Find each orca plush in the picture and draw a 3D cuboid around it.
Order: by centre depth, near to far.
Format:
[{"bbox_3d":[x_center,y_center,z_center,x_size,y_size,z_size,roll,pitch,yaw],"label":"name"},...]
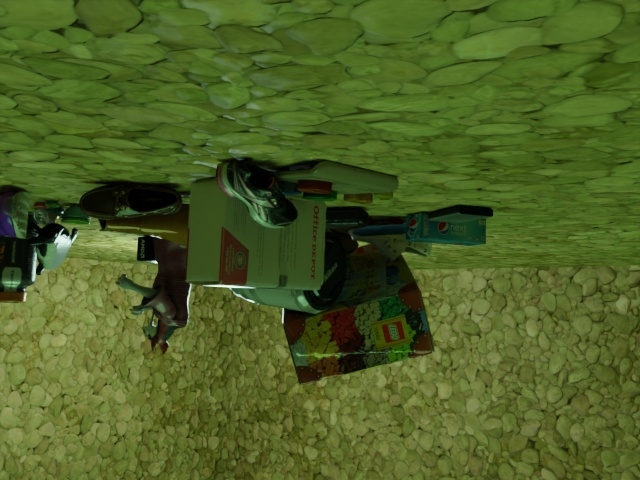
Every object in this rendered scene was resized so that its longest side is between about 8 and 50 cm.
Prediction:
[{"bbox_3d":[-0.706,0.002,1.756,0.102,0.151,0.287,36,173,-6],"label":"orca plush"}]

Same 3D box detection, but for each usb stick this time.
[{"bbox_3d":[-0.021,-0.053,1.713,0.278,0.045,0.077,-1,175,20],"label":"usb stick"}]

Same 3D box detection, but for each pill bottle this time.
[{"bbox_3d":[-0.842,0.047,1.896,0.130,0.246,0.130,1,174,0],"label":"pill bottle"}]

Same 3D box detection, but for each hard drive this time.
[{"bbox_3d":[0.332,-0.062,1.656,0.094,0.022,0.135,4,173,-22],"label":"hard drive"}]

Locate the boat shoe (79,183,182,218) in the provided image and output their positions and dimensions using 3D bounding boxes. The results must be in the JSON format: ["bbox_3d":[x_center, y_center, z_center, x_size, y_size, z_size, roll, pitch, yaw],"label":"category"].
[{"bbox_3d":[-0.387,-0.082,1.414,0.207,0.073,0.073,-5,179,-9],"label":"boat shoe"}]

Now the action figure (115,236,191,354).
[{"bbox_3d":[-0.380,0.114,1.829,0.275,0.370,0.248,3,173,-5],"label":"action figure"}]

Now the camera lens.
[{"bbox_3d":[-0.086,0.067,1.813,0.274,0.219,0.219,6,178,34],"label":"camera lens"}]

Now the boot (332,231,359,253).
[{"bbox_3d":[0.000,0.000,2.074,0.269,0.089,0.236,4,-179,-32],"label":"boot"}]

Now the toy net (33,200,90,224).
[{"bbox_3d":[-0.685,-0.063,1.776,0.122,0.045,0.232,7,172,-43],"label":"toy net"}]

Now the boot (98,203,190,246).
[{"bbox_3d":[-0.357,-0.032,1.505,0.211,0.104,0.295,-1,-167,-36],"label":"boot"}]

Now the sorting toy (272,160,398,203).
[{"bbox_3d":[0.031,-0.094,1.329,0.307,0.041,0.229,7,172,-43],"label":"sorting toy"}]

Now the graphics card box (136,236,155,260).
[{"bbox_3d":[-0.425,0.037,2.440,0.371,0.094,0.233,0,174,22],"label":"graphics card box"}]

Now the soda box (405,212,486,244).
[{"bbox_3d":[0.321,-0.027,1.777,0.210,0.067,0.071,5,173,-28],"label":"soda box"}]

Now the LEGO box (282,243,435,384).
[{"bbox_3d":[0.092,0.188,2.037,0.372,0.193,0.500,-15,-164,1],"label":"LEGO box"}]

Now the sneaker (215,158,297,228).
[{"bbox_3d":[-0.096,-0.081,1.209,0.077,0.072,0.178,-15,146,38],"label":"sneaker"}]

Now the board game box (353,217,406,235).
[{"bbox_3d":[0.169,-0.042,1.853,0.168,0.033,0.133,-3,169,-2],"label":"board game box"}]

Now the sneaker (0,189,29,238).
[{"bbox_3d":[-0.746,-0.056,1.585,0.146,0.102,0.293,5,173,-22],"label":"sneaker"}]

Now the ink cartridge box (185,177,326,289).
[{"bbox_3d":[-0.126,-0.004,1.431,0.117,0.207,0.283,-3,173,42],"label":"ink cartridge box"}]

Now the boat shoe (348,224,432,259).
[{"bbox_3d":[0.207,0.007,1.987,0.277,0.096,0.098,4,173,-26],"label":"boat shoe"}]
